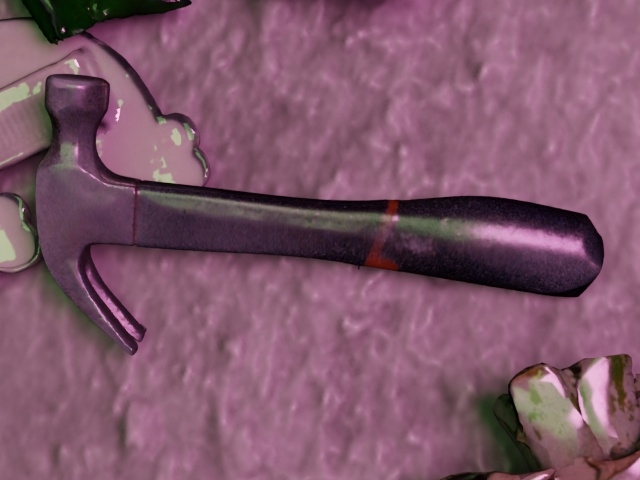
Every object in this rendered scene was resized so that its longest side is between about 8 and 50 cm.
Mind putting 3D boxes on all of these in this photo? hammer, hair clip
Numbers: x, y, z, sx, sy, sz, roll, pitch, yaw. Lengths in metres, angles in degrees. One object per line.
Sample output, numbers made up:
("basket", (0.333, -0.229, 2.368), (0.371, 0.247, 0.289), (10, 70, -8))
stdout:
("hammer", (0.000, 0.000, 0.604), (0.290, 0.037, 0.137), (7, 105, 0))
("hair clip", (-0.181, -0.048, 0.639), (0.220, 0.054, 0.140), (-25, 76, 0))

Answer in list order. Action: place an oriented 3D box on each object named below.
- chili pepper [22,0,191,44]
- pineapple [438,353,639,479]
("chili pepper", (-0.160, -0.194, 0.649), (0.098, 0.061, 0.224), (-38, 75, -22))
("pineapple", (0.151, 0.184, 0.511), (0.262, 0.262, 0.271), (-14, 57, 4))
